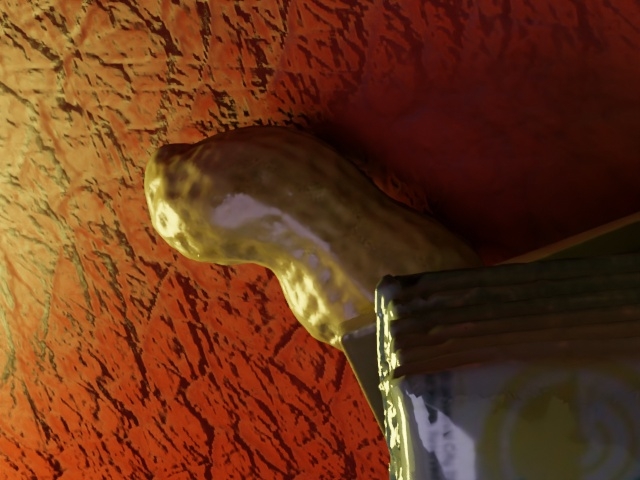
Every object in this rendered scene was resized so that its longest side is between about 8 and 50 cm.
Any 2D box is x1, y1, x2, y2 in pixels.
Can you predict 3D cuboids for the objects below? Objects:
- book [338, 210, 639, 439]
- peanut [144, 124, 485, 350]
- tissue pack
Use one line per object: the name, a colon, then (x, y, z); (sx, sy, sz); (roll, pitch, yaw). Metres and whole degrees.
book: (0.165, 0.137, 1.015); (0.217, 0.021, 0.310); (-21, 117, 6)
peanut: (0.000, 0.000, 1.019); (0.229, 0.103, 0.098); (33, 173, 4)
tissue pack: (0.228, 0.143, 0.843); (0.388, 0.162, 0.287); (-5, 116, 0)
